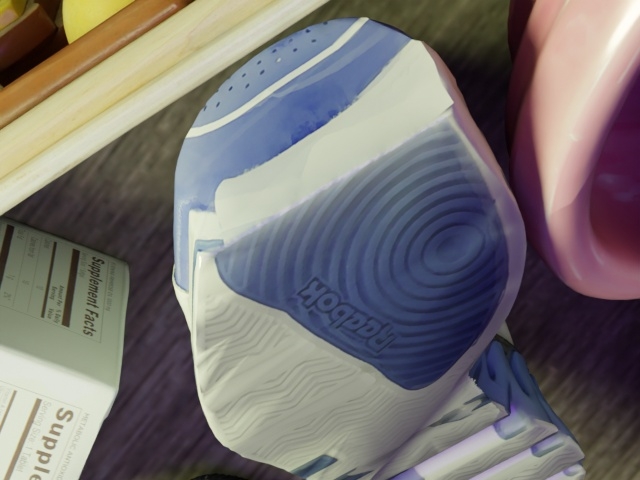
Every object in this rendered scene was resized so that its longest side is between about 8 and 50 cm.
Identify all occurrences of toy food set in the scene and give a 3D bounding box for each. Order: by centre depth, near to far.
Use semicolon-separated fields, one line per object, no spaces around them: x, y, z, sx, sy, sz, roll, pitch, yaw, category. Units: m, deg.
-0.097;-0.106;0.715;0.306;0.220;0.092;-32;110;9;toy food set

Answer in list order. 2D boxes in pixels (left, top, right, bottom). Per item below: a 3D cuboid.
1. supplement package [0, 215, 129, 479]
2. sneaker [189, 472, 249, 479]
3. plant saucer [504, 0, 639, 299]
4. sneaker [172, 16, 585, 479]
-0.217;0.049;0.816;0.244;0.134;0.139;21;109;-11;supplement package
0.023;0.234;0.935;0.281;0.106;0.163;28;113;-3;sneaker
0.189;-0.119;0.709;0.332;0.332;0.084;-47;64;14;plant saucer
0.000;0.001;0.769;0.127;0.182;0.315;-27;149;-1;sneaker
